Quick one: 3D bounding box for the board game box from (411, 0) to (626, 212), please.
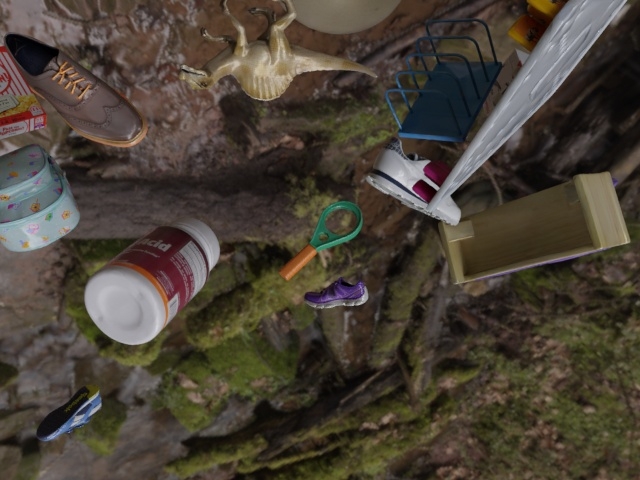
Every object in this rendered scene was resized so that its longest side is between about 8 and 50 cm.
[{"bbox_3d":[0.308,-0.254,0.868,0.390,0.050,0.390,-42,168,-29],"label":"board game box"}]

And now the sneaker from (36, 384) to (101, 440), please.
[{"bbox_3d":[-0.494,0.354,1.272,0.144,0.053,0.059,-39,136,-40],"label":"sneaker"}]

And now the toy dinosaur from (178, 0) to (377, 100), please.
[{"bbox_3d":[-0.045,-0.179,0.602,0.183,0.053,0.092,-8,93,-13],"label":"toy dinosaur"}]

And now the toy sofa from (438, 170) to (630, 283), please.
[{"bbox_3d":[0.448,-0.019,1.350,0.177,0.150,0.363,-6,169,-43],"label":"toy sofa"}]

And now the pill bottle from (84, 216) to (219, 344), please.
[{"bbox_3d":[-0.444,0.092,1.760,0.224,0.224,0.392,-62,177,30],"label":"pill bottle"}]

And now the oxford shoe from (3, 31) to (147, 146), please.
[{"bbox_3d":[-0.548,-0.330,1.406,0.130,0.364,0.133,-57,174,-11],"label":"oxford shoe"}]

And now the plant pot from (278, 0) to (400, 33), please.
[{"bbox_3d":[0.043,-0.525,1.100,0.284,0.284,0.191,-35,-175,-4],"label":"plant pot"}]

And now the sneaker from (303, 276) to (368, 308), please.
[{"bbox_3d":[0.037,0.128,1.602,0.170,0.071,0.068,-8,-173,21],"label":"sneaker"}]

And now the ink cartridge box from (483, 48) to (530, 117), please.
[{"bbox_3d":[0.418,-0.335,1.406,0.056,0.099,0.135,16,138,-19],"label":"ink cartridge box"}]

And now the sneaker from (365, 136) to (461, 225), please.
[{"bbox_3d":[0.195,-0.104,1.203,0.235,0.090,0.094,28,87,-36],"label":"sneaker"}]

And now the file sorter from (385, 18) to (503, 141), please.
[{"bbox_3d":[0.194,-0.258,1.018,0.170,0.118,0.104,-60,139,-22],"label":"file sorter"}]

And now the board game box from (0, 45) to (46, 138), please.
[{"bbox_3d":[-0.672,-0.296,1.294,0.147,0.193,0.045,-27,166,-34],"label":"board game box"}]

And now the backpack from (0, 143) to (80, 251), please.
[{"bbox_3d":[-0.541,-0.076,1.170,0.166,0.188,0.144,-27,145,-21],"label":"backpack"}]

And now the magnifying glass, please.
[{"bbox_3d":[0.000,0.000,1.398,0.231,0.092,0.026,-44,157,-15],"label":"magnifying glass"}]
